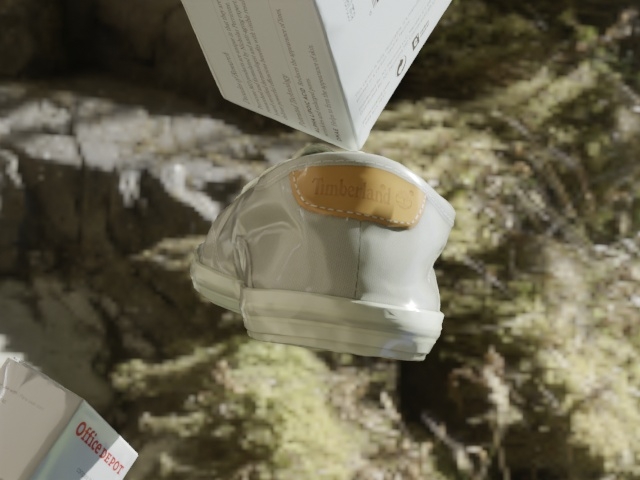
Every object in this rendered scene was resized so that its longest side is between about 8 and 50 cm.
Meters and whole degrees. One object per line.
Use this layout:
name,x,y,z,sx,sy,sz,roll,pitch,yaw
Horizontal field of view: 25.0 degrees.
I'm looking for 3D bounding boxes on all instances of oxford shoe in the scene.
oxford shoe,0.000,0.000,1.019,0.449,0.169,0.130,-174,-90,-82

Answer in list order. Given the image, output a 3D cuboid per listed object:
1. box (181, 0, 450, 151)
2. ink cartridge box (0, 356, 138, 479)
box,0.006,-0.192,0.973,0.181,0.119,0.182,-57,156,-19
ink cartridge box,-0.241,0.205,1.108,0.190,0.082,0.139,-56,156,-16
